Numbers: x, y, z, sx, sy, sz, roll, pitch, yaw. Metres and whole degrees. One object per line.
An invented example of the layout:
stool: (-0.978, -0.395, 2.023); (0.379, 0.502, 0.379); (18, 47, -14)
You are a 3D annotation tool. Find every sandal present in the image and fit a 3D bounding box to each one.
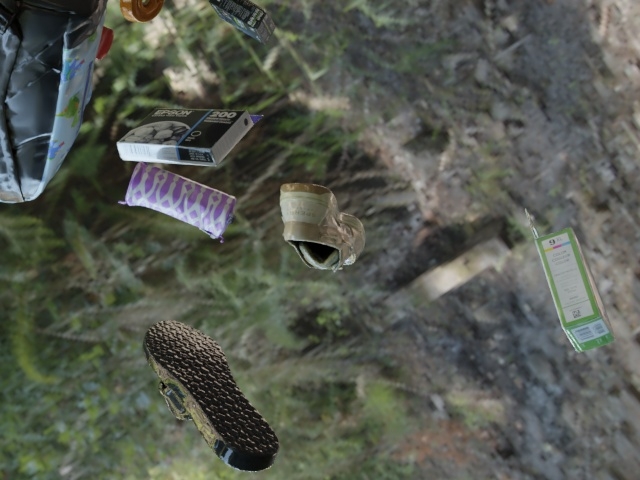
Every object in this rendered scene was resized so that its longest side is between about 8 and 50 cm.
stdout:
sandal: (-0.236, 0.307, 2.155); (0.446, 0.168, 0.107); (49, 123, 47)

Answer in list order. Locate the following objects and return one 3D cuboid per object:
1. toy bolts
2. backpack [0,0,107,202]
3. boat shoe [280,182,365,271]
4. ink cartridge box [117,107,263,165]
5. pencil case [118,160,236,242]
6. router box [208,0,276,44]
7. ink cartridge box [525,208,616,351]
toy bolts: (-0.444, -0.469, 2.161); (0.158, 0.228, 0.218); (30, -177, 30)
backpack: (-0.389, -0.201, 1.307); (0.273, 0.290, 0.355); (-76, 1, -52)
boat shoe: (0.000, 0.000, 1.754); (0.302, 0.109, 0.098); (52, -138, -70)
ink cartridge box: (-0.243, -0.211, 2.109); (0.206, 0.208, 0.045); (5, 123, 24)
pencil case: (-0.251, -0.070, 2.009); (0.206, 0.088, 0.086); (22, -177, -2)
router box: (-0.127, -0.371, 1.837); (0.092, 0.038, 0.122); (31, -179, 5)
ink cartridge box: (0.376, 0.051, 1.682); (0.109, 0.062, 0.209); (46, -153, -56)
